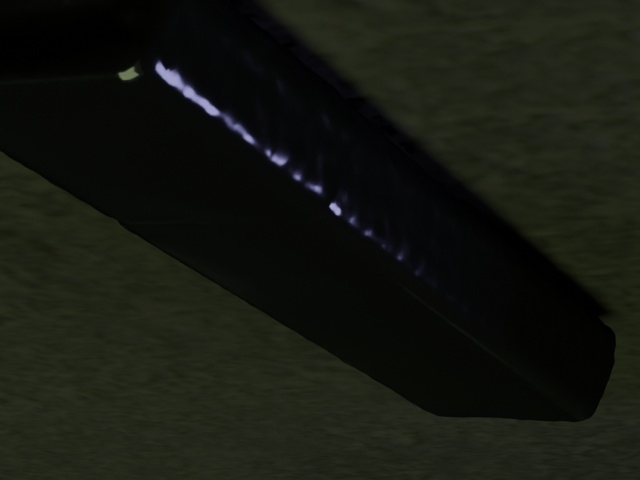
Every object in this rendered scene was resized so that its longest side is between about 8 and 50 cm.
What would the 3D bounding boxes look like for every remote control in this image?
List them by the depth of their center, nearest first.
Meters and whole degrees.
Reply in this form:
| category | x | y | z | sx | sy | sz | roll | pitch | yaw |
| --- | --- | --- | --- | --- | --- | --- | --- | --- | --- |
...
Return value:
| category | x | y | z | sx | sy | sz | roll | pitch | yaw |
| --- | --- | --- | --- | --- | --- | --- | --- | --- | --- |
| remote control | 0.000 | 0.000 | 0.414 | 0.063 | 0.025 | 0.245 | -2 | 162 | 26 |
